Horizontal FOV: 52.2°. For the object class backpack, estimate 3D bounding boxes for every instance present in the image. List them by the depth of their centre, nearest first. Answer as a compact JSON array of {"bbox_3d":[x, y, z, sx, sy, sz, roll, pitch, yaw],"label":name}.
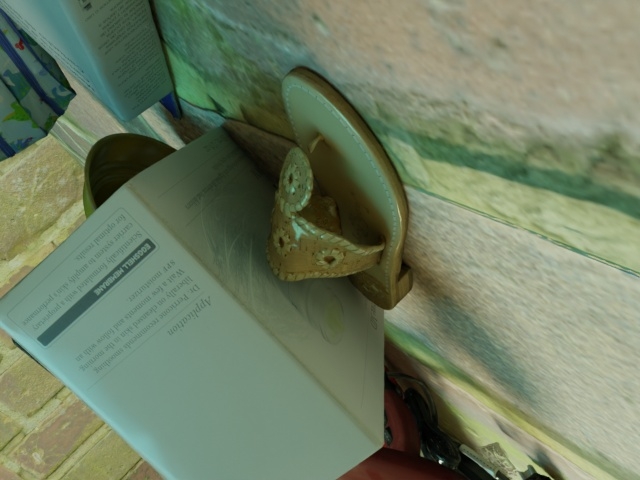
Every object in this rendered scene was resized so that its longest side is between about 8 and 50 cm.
[{"bbox_3d":[-0.480,-0.256,0.814,0.290,0.273,0.355,29,138,44],"label":"backpack"}]

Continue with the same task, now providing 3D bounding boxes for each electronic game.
[{"bbox_3d":[0.235,0.374,0.959,0.229,0.048,0.229,42,167,12],"label":"electronic game"}]

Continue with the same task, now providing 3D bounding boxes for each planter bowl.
[{"bbox_3d":[-0.176,-0.002,0.693,0.217,0.090,0.217,39,-152,-26],"label":"planter bowl"}]

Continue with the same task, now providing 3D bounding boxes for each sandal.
[{"bbox_3d":[0.005,0.003,0.429,0.088,0.079,0.240,37,165,30],"label":"sandal"}]

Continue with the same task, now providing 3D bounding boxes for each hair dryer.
[{"bbox_3d":[0.075,0.209,0.606,0.224,0.080,0.294,31,-170,40],"label":"hair dryer"}]

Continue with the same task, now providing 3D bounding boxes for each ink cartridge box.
[{"bbox_3d":[-0.257,-0.242,0.498,0.324,0.071,0.330,43,166,5],"label":"ink cartridge box"}]

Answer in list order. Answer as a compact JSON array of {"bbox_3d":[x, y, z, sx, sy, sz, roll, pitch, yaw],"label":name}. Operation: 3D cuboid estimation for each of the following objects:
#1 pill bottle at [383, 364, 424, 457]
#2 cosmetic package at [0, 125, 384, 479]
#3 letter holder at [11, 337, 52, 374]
[{"bbox_3d":[0.021,0.268,0.827,0.407,0.229,0.229,55,164,-25],"label":"pill bottle"},{"bbox_3d":[-0.070,0.052,0.498,0.224,0.138,0.224,48,-164,-11],"label":"cosmetic package"},{"bbox_3d":[-0.276,0.048,0.937,0.152,0.302,0.214,51,166,-29],"label":"letter holder"}]
